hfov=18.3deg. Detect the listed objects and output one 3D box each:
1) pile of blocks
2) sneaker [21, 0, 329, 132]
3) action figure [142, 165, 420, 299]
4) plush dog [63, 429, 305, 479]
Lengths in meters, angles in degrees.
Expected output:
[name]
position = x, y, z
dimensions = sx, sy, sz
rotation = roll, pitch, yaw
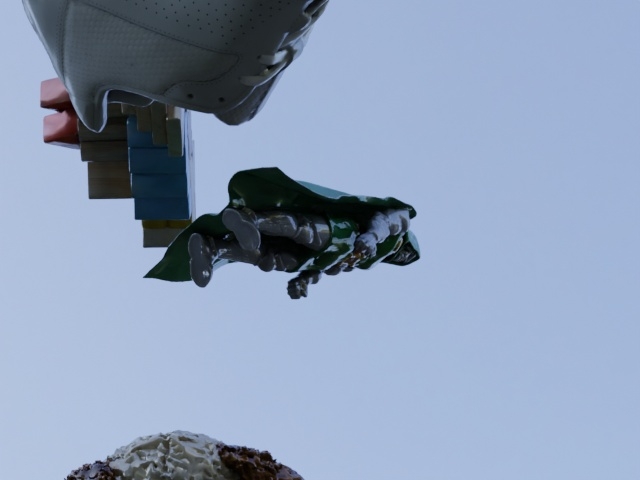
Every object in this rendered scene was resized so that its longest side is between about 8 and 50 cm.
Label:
[pile of blocks]
position = -0.153, -0.104, 1.443
dimensions = 0.113, 0.149, 0.362
rotation = -1, -42, -1
[sneaker]
position = -0.023, -0.115, 0.857
dimensions = 0.262, 0.099, 0.121
rotation = -8, -70, 39
[action figure]
position = 0.000, 0.000, 1.403
dimensions = 0.137, 0.063, 0.232
rotation = -34, -19, 33
[plush dog]
position = -0.127, 0.267, 1.760
dimensions = 0.262, 0.210, 0.225
rotation = -11, -57, -15
